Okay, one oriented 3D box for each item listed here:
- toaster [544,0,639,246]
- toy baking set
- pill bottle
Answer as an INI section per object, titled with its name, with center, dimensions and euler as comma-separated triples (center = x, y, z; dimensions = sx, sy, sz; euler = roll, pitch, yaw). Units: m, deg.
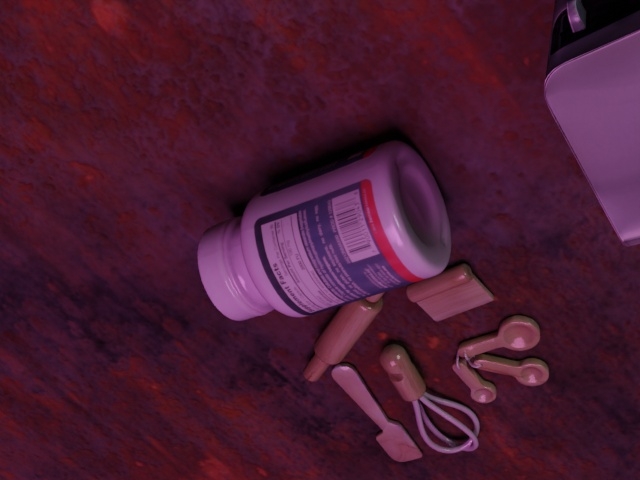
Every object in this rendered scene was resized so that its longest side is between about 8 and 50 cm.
[toaster]
center = 0.221, -0.105, 0.751
dimensions = 0.110, 0.168, 0.186
euler = -18, 124, 29
[toy baking set]
center = 0.086, 0.119, 1.065
dimensions = 0.196, 0.030, 0.256
euler = 28, 130, -13
[pill bottle]
center = 0.000, 0.000, 0.927
dimensions = 0.180, 0.108, 0.108
euler = -19, 124, 27
